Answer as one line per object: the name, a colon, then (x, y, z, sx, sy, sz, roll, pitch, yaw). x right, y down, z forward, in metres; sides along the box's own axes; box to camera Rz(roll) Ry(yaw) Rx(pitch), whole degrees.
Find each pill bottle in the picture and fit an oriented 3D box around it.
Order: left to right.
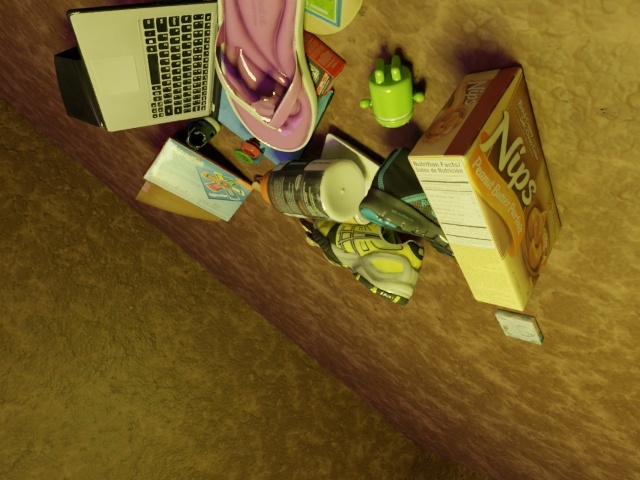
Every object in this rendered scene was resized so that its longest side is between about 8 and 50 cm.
pill bottle: (-0.031, -0.114, 0.970, 0.245, 0.130, 0.130, 10, 145, 47)
pill bottle: (0.068, -0.074, 1.063, 0.116, 0.065, 0.065, 7, 143, 50)

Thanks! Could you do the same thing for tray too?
tray: (0.120, -0.123, 0.943, 0.270, 0.030, 0.145, 35, 156, 5)

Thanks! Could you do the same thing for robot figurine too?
robot figurine: (0.114, -0.231, 0.700, 0.101, 0.067, 0.115, -4, 142, 14)

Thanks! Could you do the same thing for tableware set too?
tableware set: (0.000, 0.000, 1.230, 0.141, 0.020, 0.169, 37, -162, -24)

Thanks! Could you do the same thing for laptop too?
laptop: (-0.245, -0.274, 0.936, 0.236, 0.407, 0.382, 69, 159, 11)

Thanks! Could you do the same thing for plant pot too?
plant pot: (-0.607, -0.442, 1.210, 0.188, 0.187, 0.167, 22, 140, 32)
plant pot: (-0.414, -0.169, 1.408, 0.254, 0.237, 0.237, 31, 160, -22)

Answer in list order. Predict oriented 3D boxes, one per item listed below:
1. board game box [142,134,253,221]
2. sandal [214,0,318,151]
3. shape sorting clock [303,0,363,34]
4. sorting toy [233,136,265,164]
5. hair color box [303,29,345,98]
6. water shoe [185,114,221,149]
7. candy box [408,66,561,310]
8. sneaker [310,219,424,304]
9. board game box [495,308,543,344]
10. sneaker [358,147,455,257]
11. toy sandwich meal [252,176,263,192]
board game box: (-0.351, -0.174, 1.288, 0.281, 0.145, 0.027, 30, -159, -33)
sandal: (-0.100, -0.272, 0.713, 0.169, 0.102, 0.416, 10, 151, 8)
shape sorting clock: (-0.018, -0.394, 0.613, 0.206, 0.040, 0.206, 36, 156, 19)
sorting toy: (-0.158, -0.209, 1.015, 0.061, 0.042, 0.102, 33, 165, -21)
hair color box: (-0.031, -0.322, 0.766, 0.141, 0.043, 0.072, 39, 158, -4)
water shoe: (-0.347, -0.294, 1.223, 0.073, 0.080, 0.203, 46, 156, -20)
candy box: (0.261, -0.064, 0.656, 0.087, 0.183, 0.316, 9, 144, 46)
sneaker: (0.116, 0.013, 1.095, 0.145, 0.147, 0.384, 26, -172, -41)
board game box: (0.480, 0.208, 1.063, 0.090, 0.020, 0.090, 9, 145, 49)
sneaker: (0.239, -0.045, 0.797, 0.340, 0.140, 0.125, 23, 179, -26)
toy sandwich meal: (-0.161, -0.152, 1.287, 0.085, 0.029, 0.085, 31, 156, 15)
